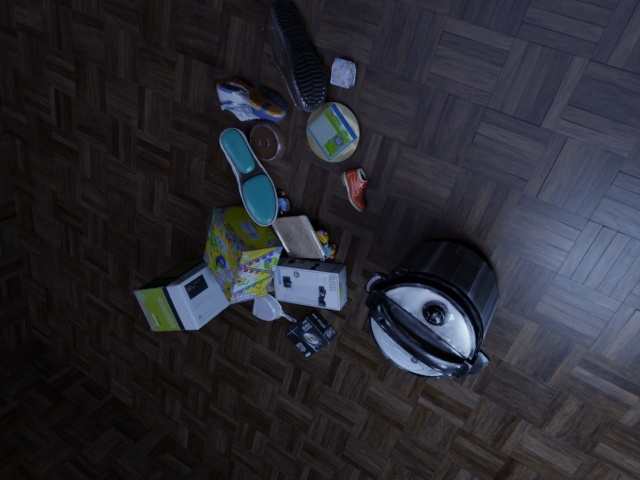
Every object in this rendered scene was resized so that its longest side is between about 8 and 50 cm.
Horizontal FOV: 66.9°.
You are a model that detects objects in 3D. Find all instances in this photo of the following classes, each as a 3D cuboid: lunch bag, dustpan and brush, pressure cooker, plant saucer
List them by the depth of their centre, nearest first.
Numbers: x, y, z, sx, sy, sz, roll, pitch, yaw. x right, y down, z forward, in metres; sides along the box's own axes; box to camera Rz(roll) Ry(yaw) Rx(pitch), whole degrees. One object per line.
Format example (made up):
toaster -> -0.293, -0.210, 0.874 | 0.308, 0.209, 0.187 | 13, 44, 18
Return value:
pressure cooker -> 0.352, 0.224, 1.558 | 0.370, 0.420, 0.375 | -2, 112, 31
lunch bag -> 0.077, -0.549, 1.582 | 0.071, 0.053, 0.083 | 23, 132, 23
plant saucer -> -0.211, -0.377, 1.857 | 0.168, 0.029, 0.168 | 14, 119, 26
dustpan and brush -> -0.203, 0.321, 2.183 | 0.211, 0.060, 0.147 | 31, 127, 24

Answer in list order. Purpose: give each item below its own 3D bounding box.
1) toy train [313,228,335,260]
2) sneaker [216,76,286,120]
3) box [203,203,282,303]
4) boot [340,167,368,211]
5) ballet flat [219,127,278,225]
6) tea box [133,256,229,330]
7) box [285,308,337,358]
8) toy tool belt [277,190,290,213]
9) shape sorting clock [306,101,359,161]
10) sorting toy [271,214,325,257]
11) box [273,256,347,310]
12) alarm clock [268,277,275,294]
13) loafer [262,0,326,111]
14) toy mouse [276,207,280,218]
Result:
toy train -> 0.000, 0.000, 1.905 | 0.125, 0.046, 0.166 | -11, 115, 55
sneaker -> -0.250, -0.496, 1.792 | 0.296, 0.112, 0.131 | 30, 142, 18
box -> -0.326, 0.049, 1.971 | 0.290, 0.177, 0.279 | 51, 134, 35
boot -> 0.138, -0.180, 1.723 | 0.084, 0.059, 0.158 | -16, 103, 31
ballet flat -> -0.273, -0.250, 1.902 | 0.139, 0.139, 0.400 | -19, 99, 36
tea box -> -0.589, 0.232, 2.194 | 0.323, 0.329, 0.220 | -8, 109, 35
box -> -0.043, 0.407, 2.104 | 0.147, 0.077, 0.180 | 49, 128, 1
toy tool belt -> -0.151, -0.151, 1.915 | 0.052, 0.051, 0.083 | -5, 110, 33
shape sorting clock -> 0.043, -0.378, 1.693 | 0.206, 0.040, 0.206 | 13, 116, 29
sorting toy -> -0.087, -0.015, 1.923 | 0.208, 0.038, 0.193 | -5, 120, 47
box -> -0.042, 0.171, 1.961 | 0.290, 0.087, 0.169 | 7, 113, 21
alarm clock -> -0.240, 0.164, 2.115 | 0.192, 0.064, 0.129 | 6, 116, 26
loafer -> -0.088, -0.604, 1.628 | 0.130, 0.134, 0.366 | -11, 98, 59
toy mouse -> -0.199, -0.117, 1.973 | 0.143, 0.031, 0.161 | 38, 127, 11
